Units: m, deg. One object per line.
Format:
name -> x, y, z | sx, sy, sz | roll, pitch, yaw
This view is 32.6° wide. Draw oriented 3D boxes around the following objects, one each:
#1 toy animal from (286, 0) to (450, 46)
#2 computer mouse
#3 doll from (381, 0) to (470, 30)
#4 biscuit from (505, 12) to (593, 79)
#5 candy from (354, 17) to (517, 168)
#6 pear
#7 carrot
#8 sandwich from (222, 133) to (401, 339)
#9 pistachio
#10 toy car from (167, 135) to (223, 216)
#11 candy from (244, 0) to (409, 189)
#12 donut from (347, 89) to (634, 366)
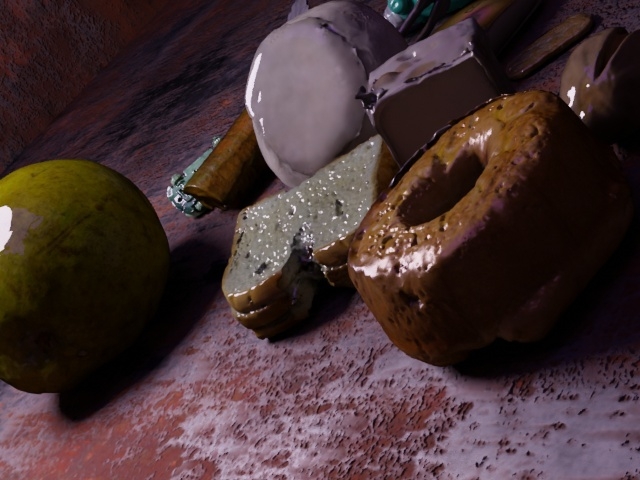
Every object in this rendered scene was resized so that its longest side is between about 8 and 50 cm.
toy animal -> 0.068, -0.250, 1.778 | 0.284, 0.225, 0.302 | 7, 73, 60
computer mouse -> 0.226, -0.305, 1.710 | 0.310, 0.072, 0.158 | -51, 23, -22
doll -> 0.191, -0.471, 1.945 | 0.258, 0.153, 0.195 | -25, -12, 4
biscuit -> 0.328, -0.280, 1.575 | 0.147, 0.018, 0.071 | -35, 26, 9
candy -> 0.160, -0.161, 1.396 | 0.184, 0.195, 0.137 | -28, 28, 17
pear -> -0.414, 0.042, 1.733 | 0.352, 0.352, 0.413 | -32, 34, 18
carrot -> -0.115, -0.171, 1.933 | 0.114, 0.114, 0.302 | -1, 48, 56
sandwich -> -0.001, -0.001, 1.467 | 0.273, 0.095, 0.249 | -29, 28, 24
pistachio -> 0.345, -0.184, 1.267 | 0.124, 0.124, 0.185 | -13, 19, 46
toy car -> -0.194, -0.118, 2.008 | 0.186, 0.058, 0.093 | -43, 68, -10
candy -> 0.028, -0.208, 1.621 | 0.295, 0.295, 0.185 | -30, -9, 22
donut -> 0.175, -0.016, 1.164 | 0.299, 0.150, 0.317 | -32, 24, 25
